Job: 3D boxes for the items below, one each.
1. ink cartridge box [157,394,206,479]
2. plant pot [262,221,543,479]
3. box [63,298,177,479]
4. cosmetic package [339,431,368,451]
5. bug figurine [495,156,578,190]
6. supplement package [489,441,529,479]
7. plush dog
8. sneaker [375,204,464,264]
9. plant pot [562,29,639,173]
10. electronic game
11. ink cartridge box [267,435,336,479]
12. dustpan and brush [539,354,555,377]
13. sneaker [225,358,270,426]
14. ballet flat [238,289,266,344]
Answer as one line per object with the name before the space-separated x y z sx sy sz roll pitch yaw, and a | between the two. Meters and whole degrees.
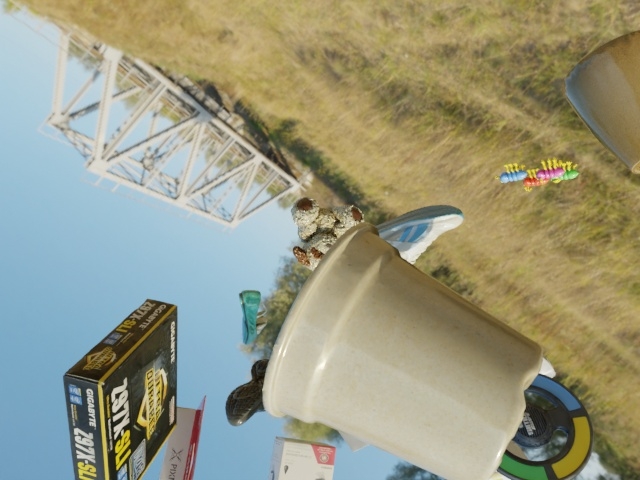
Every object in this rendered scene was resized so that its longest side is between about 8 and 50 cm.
ink cartridge box | -0.344 0.543 1.163 0.066 0.261 0.296 13 -128 -14
plant pot | 0.136 0.183 0.731 0.305 0.334 0.334 25 178 20
box | -0.368 0.315 0.952 0.079 0.322 0.257 12 -157 10
cosmetic package | 0.111 0.331 1.081 0.127 0.107 0.238 53 -149 3
bug figurine | 0.750 -0.224 1.694 0.279 0.072 0.216 0 175 -44
supplement package | 0.645 0.861 1.882 0.244 0.139 0.134 -3 -153 -16
plush dog | 0.000 0.000 1.652 0.262 0.225 0.210 9 161 -22
sneaker | 0.186 -0.004 1.008 0.092 0.228 0.087 64 -158 -12
plant pot | 0.703 -0.286 1.093 0.237 0.237 0.254 35 -139 -60
electronic game | 0.416 0.367 0.980 0.229 0.229 0.048 47 164 40
ink cartridge box | -0.057 0.648 1.305 0.158 0.218 0.092 15 162 -18
dustpan and brush | 0.682 0.389 1.676 0.211 0.147 0.060 61 -174 -5
sneaker | -0.188 0.478 1.496 0.286 0.109 0.130 -42 -54 -62
ballet flat | -0.220 0.257 1.628 0.083 0.087 0.247 -111 19 -47
